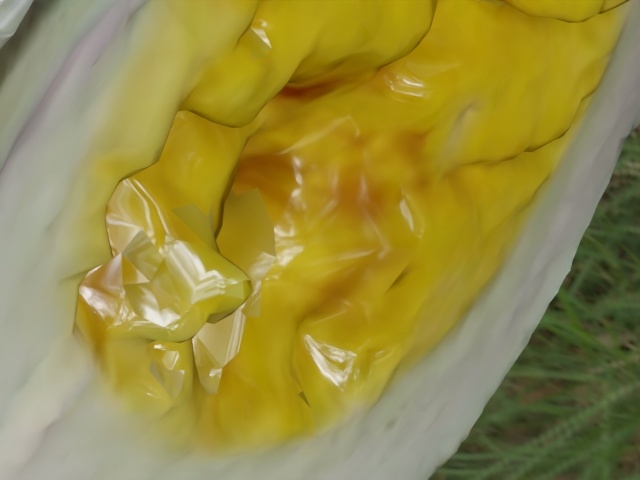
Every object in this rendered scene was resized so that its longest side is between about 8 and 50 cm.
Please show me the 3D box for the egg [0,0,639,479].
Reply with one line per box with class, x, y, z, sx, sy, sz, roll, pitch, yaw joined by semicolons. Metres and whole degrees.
egg;-0.115;-0.076;0.566;0.340;0.354;0.354;33;94;28
